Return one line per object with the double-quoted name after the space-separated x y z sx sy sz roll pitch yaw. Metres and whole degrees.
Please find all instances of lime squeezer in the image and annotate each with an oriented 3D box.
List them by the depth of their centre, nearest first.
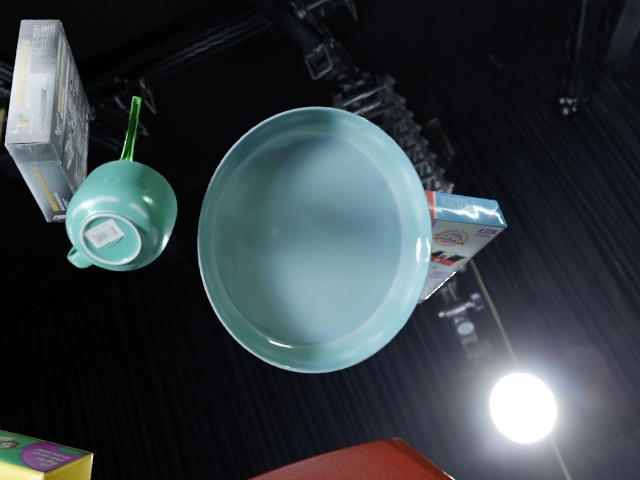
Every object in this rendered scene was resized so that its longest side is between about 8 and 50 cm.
-0.366 -0.101 1.002 0.058 0.311 0.110 7 -20 4 "lime squeezer"

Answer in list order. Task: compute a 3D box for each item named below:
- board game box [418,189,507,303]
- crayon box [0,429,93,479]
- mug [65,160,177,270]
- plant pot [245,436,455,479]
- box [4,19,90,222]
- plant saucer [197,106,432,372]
0.177 0.024 1.127 0.242 0.064 0.316 6 -35 -24 "board game box"
-0.515 0.434 0.792 0.362 0.313 0.106 5 -4 19 "crayon box"
-0.263 -0.014 0.732 0.129 0.097 0.158 13 -61 -11 "mug"
-0.001 0.319 0.397 0.235 0.267 0.267 7 0 -22 "plant pot"
-0.389 -0.171 0.817 0.056 0.231 0.183 -5 -29 -10 "box"
0.000 0.000 0.688 0.317 0.318 0.043 -8 5 -28 "plant saucer"
